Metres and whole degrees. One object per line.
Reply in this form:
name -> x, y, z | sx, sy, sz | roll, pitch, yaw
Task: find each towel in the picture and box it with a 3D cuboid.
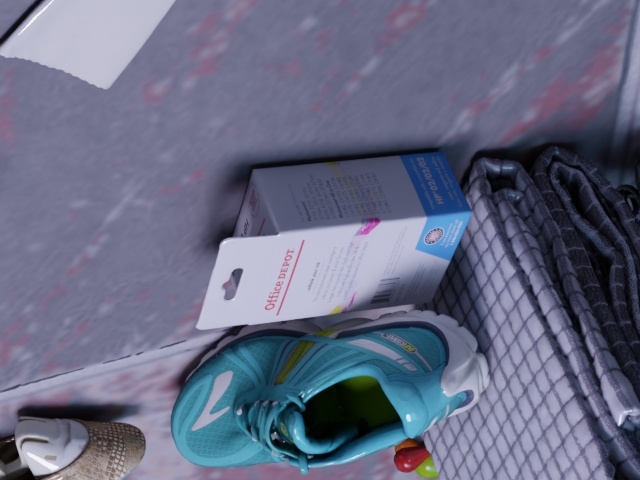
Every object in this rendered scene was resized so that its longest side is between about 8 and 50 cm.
towel -> 0.172, 0.109, 1.290 | 0.121, 0.284, 0.235 | -7, 143, -22

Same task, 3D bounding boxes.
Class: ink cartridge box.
ink cartridge box -> 0.000, 0.000, 1.244 | 0.181, 0.062, 0.104 | -6, 143, -22

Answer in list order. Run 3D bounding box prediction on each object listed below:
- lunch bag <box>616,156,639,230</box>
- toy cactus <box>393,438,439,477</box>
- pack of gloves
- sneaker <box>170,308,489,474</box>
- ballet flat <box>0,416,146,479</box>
lunch bag -> 0.397, 0.004, 1.317 | 0.305, 0.256, 0.212 | -25, -179, 3
toy cactus -> 0.168, 0.190, 1.570 | 0.180, 0.112, 0.219 | -38, 134, 7
pack of gloves -> -0.121, -0.170, 0.969 | 0.195, 0.046, 0.232 | 18, 130, -41
sneaker -> -0.013, 0.114, 1.289 | 0.275, 0.107, 0.110 | -18, -167, 39
ballet flat -> -0.233, 0.171, 1.348 | 0.206, 0.073, 0.067 | -21, 131, -7
